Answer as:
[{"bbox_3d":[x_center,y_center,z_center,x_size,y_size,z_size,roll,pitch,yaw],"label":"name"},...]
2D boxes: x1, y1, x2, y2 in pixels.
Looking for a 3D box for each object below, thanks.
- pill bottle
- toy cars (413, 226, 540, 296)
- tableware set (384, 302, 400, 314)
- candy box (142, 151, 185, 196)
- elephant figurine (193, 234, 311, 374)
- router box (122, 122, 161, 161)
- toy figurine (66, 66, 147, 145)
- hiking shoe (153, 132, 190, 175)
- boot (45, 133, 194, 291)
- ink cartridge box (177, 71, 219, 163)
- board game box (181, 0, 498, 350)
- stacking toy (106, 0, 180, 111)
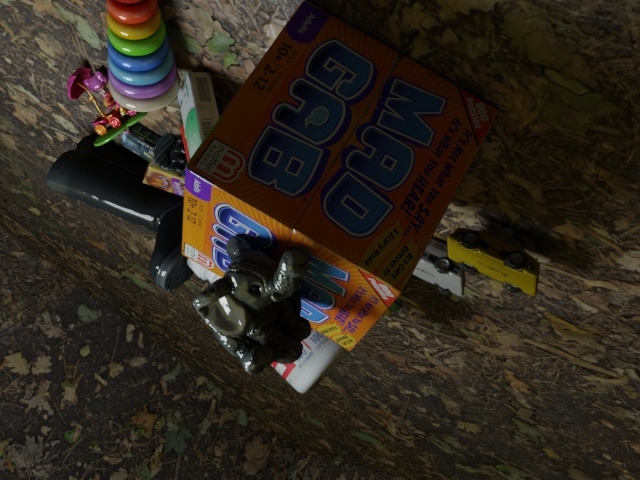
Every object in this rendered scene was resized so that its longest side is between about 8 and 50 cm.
[{"bbox_3d":[-0.104,0.134,1.888,0.408,0.229,0.229,43,158,9],"label":"pill bottle"},{"bbox_3d":[0.286,0.029,1.645,0.176,0.087,0.394,46,156,-20],"label":"toy cars"},{"bbox_3d":[0.139,0.162,2.154,0.104,0.024,0.154,34,155,-17],"label":"tableware set"},{"bbox_3d":[-0.328,-0.147,1.991,0.187,0.053,0.109,18,159,-14],"label":"candy box"},{"bbox_3d":[-0.104,0.072,1.237,0.239,0.186,0.169,76,174,-45],"label":"elephant figurine"},{"bbox_3d":[-0.423,-0.233,2.001,0.122,0.038,0.092,31,157,-2],"label":"router box"},{"bbox_3d":[-0.491,-0.320,1.845,0.173,0.130,0.159,-19,120,33],"label":"toy figurine"},{"bbox_3d":[-0.220,-0.165,1.858,0.304,0.113,0.132,25,-175,2],"label":"hiking shoe"},{"bbox_3d":[-0.477,-0.079,2.023,0.445,0.367,0.146,29,117,5],"label":"boot"},{"bbox_3d":[-0.261,-0.207,1.670,0.056,0.181,0.225,-4,159,-29],"label":"ink cartridge box"},{"bbox_3d":[0.014,-0.091,1.373,0.356,0.356,0.356,30,157,2],"label":"board game box"},{"bbox_3d":[-0.341,-0.388,1.500,0.141,0.141,0.330,25,151,11],"label":"stacking toy"}]
